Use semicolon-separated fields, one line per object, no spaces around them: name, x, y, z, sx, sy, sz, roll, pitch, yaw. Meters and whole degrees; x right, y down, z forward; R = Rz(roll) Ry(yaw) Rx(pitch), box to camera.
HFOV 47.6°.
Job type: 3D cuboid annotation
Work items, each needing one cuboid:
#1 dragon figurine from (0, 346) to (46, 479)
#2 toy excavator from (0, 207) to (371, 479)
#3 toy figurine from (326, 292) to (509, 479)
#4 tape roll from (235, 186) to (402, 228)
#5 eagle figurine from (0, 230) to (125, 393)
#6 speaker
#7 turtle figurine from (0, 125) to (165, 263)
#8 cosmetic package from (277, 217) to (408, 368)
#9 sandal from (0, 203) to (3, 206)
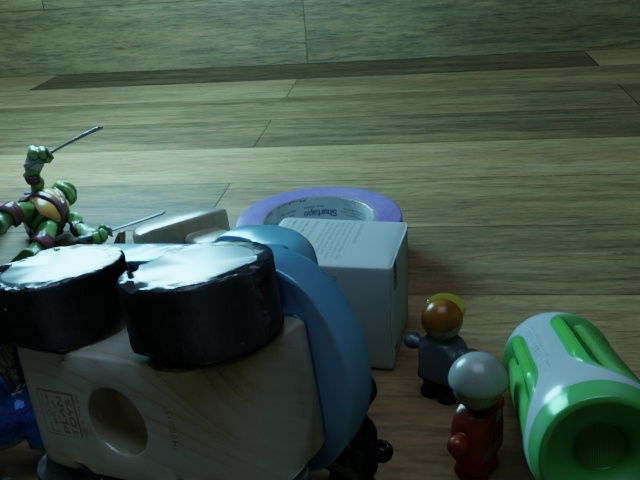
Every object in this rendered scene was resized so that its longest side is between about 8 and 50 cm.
dragon figurine;-0.366;0.190;0.774;0.289;0.144;0.085;-34;21;-24
toy excavator;-0.111;0.070;0.725;0.433;0.222;0.445;0;17;31
toy figurine;0.087;0.156;0.795;0.213;0.148;0.209;-6;25;-2
tape roll;0.000;0.000;1.210;0.275;0.090;0.274;-3;25;1
eagle figurine;-0.413;0.102;0.933;0.299;0.226;0.225;4;-18;-19
speaker;0.251;0.155;0.715;0.131;0.131;0.296;0;7;10
turtle figurine;-0.475;-0.069;1.315;0.275;0.197;0.266;-1;30;14
cosmetic package;0.021;0.067;0.993;0.184;0.151;0.151;3;26;14
sandal;-0.659;-0.110;1.312;0.169;0.102;0.416;27;-9;-10
